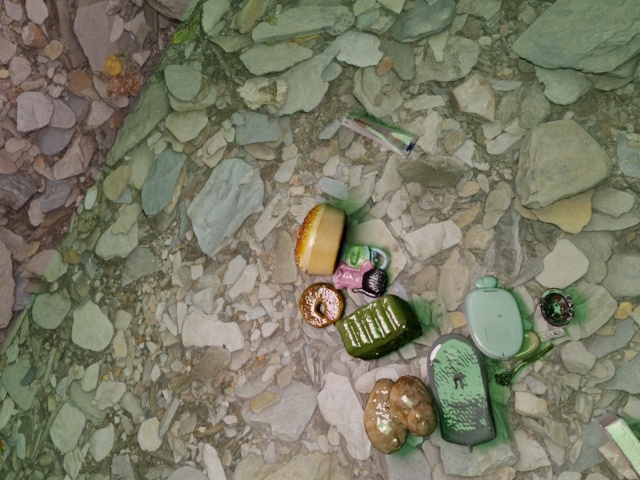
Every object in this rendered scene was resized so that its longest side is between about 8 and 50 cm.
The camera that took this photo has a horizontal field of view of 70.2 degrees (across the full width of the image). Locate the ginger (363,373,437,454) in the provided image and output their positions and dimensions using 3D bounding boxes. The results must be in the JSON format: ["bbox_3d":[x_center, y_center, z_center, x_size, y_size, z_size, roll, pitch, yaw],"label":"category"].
[{"bbox_3d":[0.266,0.561,1.506,0.304,0.155,0.245,-48,27,46],"label":"ginger"}]

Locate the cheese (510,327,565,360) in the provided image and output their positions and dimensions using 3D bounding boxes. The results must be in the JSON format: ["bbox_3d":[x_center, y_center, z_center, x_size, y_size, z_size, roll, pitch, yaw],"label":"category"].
[{"bbox_3d":[0.693,0.325,1.482,0.191,0.037,0.097,-21,58,15],"label":"cheese"}]

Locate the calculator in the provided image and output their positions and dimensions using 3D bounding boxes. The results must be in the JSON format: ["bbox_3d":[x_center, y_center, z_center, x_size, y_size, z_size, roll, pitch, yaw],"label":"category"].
[{"bbox_3d":[0.573,0.247,1.509,0.183,0.042,0.296,-1,57,0],"label":"calculator"}]

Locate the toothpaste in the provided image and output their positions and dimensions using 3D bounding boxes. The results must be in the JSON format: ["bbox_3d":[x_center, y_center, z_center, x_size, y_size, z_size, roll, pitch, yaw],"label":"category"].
[{"bbox_3d":[0.236,-0.444,1.877,0.323,0.066,0.100,30,85,23],"label":"toothpaste"}]

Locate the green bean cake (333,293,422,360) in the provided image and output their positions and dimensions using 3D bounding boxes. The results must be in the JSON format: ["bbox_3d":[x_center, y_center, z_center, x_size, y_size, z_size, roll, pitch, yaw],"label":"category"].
[{"bbox_3d":[0.209,0.308,1.586,0.246,0.250,0.157,-31,66,13],"label":"green bean cake"}]

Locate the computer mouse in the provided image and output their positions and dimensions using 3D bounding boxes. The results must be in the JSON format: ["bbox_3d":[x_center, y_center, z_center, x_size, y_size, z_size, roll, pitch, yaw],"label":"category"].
[{"bbox_3d":[0.464,0.494,1.499,0.188,0.122,0.372,-11,77,21],"label":"computer mouse"}]

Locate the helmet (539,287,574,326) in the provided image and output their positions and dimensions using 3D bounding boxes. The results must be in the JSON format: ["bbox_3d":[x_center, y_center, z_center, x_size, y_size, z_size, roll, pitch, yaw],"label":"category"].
[{"bbox_3d":[0.758,0.220,1.467,0.098,0.070,0.123,-9,66,15],"label":"helmet"}]

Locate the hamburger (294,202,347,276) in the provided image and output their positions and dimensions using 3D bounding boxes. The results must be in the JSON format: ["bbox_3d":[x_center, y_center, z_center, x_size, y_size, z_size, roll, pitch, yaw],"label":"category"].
[{"bbox_3d":[0.000,0.000,1.738,0.175,0.300,0.301,14,82,6],"label":"hamburger"}]

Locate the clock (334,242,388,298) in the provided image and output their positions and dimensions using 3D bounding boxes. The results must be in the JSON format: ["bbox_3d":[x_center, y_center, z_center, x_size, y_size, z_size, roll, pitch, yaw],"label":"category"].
[{"bbox_3d":[0.166,0.113,1.742,0.195,0.100,0.194,13,82,19],"label":"clock"}]

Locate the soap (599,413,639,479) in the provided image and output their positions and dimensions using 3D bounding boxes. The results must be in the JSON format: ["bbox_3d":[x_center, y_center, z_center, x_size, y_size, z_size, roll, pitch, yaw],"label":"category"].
[{"bbox_3d":[0.880,0.594,1.288,0.063,0.121,0.183,-36,66,13],"label":"soap"}]

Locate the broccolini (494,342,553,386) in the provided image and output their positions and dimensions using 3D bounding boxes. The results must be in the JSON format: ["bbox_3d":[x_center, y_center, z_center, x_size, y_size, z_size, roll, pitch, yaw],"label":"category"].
[{"bbox_3d":[0.661,0.401,1.487,0.218,0.042,0.044,-41,91,5],"label":"broccolini"}]

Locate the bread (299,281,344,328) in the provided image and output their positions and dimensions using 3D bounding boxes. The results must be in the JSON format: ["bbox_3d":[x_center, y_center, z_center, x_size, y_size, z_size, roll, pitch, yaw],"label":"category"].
[{"bbox_3d":[0.004,0.253,1.799,0.193,0.064,0.194,-3,82,21],"label":"bread"}]
